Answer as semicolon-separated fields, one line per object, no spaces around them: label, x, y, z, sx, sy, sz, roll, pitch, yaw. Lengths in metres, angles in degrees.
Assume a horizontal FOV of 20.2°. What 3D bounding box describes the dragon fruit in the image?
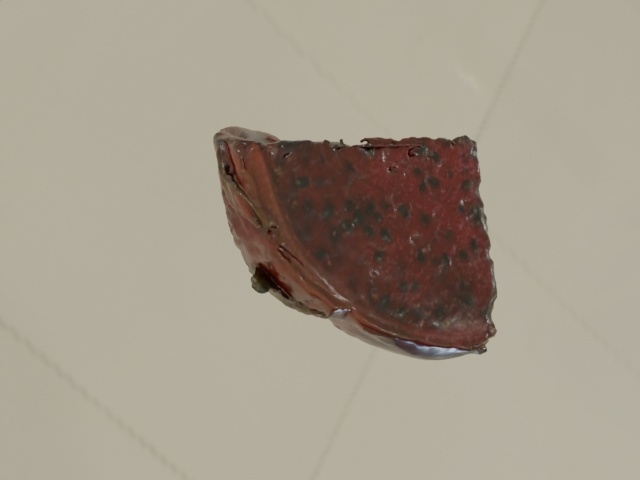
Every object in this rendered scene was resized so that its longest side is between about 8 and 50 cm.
dragon fruit;-0.001;0.000;0.917;0.161;0.120;0.127;1;84;-36
